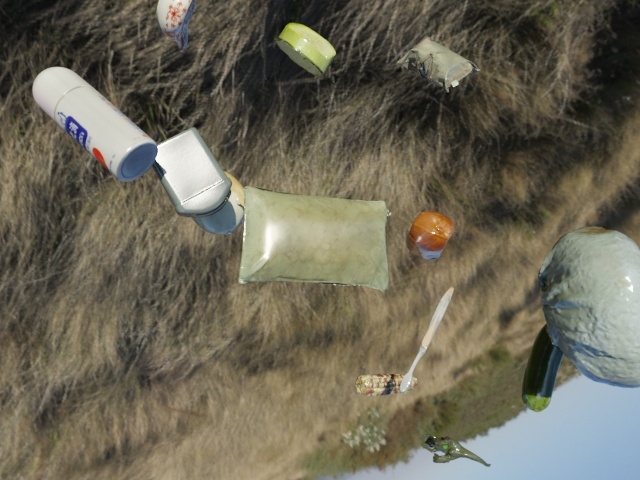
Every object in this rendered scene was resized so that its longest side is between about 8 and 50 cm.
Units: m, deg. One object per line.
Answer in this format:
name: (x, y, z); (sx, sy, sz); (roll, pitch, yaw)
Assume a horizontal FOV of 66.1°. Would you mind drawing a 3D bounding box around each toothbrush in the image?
toothbrush: (0.329, 0.298, 1.506); (0.375, 0.028, 0.037); (-59, 145, -20)

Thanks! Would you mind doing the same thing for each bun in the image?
bun: (0.592, 0.139, 1.064); (0.212, 0.361, 0.362); (-8, 164, 21)

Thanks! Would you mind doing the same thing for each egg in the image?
egg: (-0.355, -0.140, 1.659); (0.201, 0.244, 0.201); (-31, 161, -12)

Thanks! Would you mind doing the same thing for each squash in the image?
squash: (0.633, 0.317, 1.369); (0.331, 0.087, 0.087); (-59, 164, -21)
squash: (-0.046, -0.686, 1.743); (0.133, 0.220, 0.220); (-52, 152, 13)

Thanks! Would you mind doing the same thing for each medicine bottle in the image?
medicine bottle: (-0.568, -0.299, 1.220); (0.130, 0.341, 0.130); (-47, 171, -10)

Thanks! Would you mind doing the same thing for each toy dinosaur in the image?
toy dinosaur: (0.428, 0.659, 1.587); (0.179, 0.086, 0.187); (4, -178, -24)

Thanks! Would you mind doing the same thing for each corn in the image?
corn: (0.229, 0.494, 1.692); (0.237, 0.079, 0.079); (6, 139, -30)

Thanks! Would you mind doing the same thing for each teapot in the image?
teapot: (-0.411, -0.682, 1.434); (0.245, 0.116, 0.159); (-49, -168, 43)

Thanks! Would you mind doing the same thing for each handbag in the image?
handbag: (0.417, -0.635, 1.774); (0.183, 0.270, 0.117); (-37, 150, -11)

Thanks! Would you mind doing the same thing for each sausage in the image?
sausage: (0.396, -0.021, 1.791); (0.153, 0.141, 0.268); (-63, 170, -10)

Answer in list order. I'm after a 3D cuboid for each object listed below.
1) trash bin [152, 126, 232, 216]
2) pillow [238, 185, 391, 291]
trash bin: (-0.363, -0.179, 1.394); (0.177, 0.236, 0.101); (-31, -176, -14)
pillow: (0.000, 0.000, 0.934); (0.303, 0.184, 0.075); (5, 167, -18)
